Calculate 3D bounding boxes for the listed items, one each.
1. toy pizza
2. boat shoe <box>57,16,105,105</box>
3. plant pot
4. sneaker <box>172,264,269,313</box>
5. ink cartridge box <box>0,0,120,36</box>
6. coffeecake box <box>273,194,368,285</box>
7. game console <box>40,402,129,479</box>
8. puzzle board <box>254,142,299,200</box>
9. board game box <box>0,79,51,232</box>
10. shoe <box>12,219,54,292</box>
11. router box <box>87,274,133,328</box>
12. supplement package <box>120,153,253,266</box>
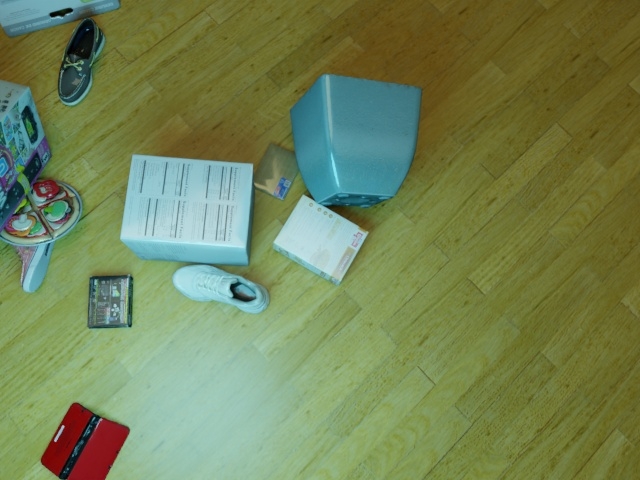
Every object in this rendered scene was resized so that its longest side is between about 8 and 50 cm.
[{"bbox_3d":[-0.663,-0.073,1.318,0.201,0.032,0.201,4,53,-5],"label":"toy pizza"},{"bbox_3d":[-0.614,-0.455,1.432,0.081,0.068,0.227,13,76,-2],"label":"boat shoe"},{"bbox_3d":[0.078,-0.213,1.333,0.247,0.248,0.252,3,82,-20],"label":"plant pot"},{"bbox_3d":[-0.230,0.102,1.308,0.232,0.115,0.090,12,76,-2],"label":"sneaker"},{"bbox_3d":[-0.704,-0.699,1.429,0.310,0.271,0.130,-19,48,-10],"label":"ink cartridge box"},{"bbox_3d":[0.000,0.000,1.378,0.186,0.068,0.142,30,75,3],"label":"coffeecake box"},{"bbox_3d":[-0.519,0.452,1.251,0.124,0.085,0.144,17,72,31],"label":"game console"},{"bbox_3d":[-0.111,-0.175,1.441,0.096,0.011,0.128,25,76,0],"label":"puzzle board"},{"bbox_3d":[-0.715,-0.164,1.221,0.098,0.224,0.303,14,53,1],"label":"board game box"},{"bbox_3d":[-0.678,0.031,1.315,0.081,0.063,0.177,10,70,-1],"label":"shoe"},{"bbox_3d":[-0.486,0.142,1.315,0.092,0.038,0.122,-1,77,-5],"label":"router box"},{"bbox_3d":[-0.290,-0.062,1.299,0.263,0.199,0.198,4,75,-4],"label":"supplement package"}]
